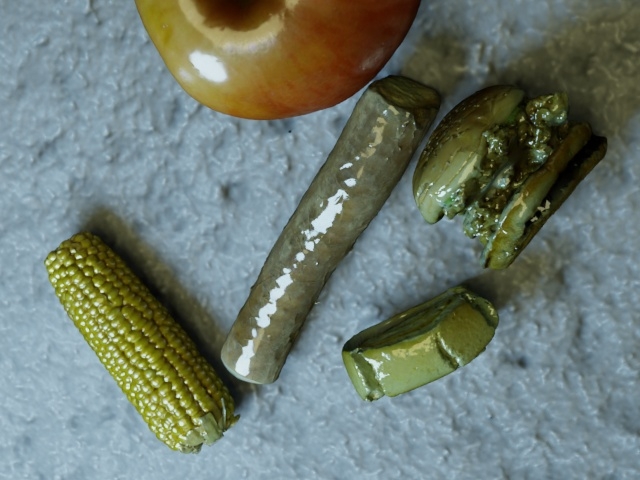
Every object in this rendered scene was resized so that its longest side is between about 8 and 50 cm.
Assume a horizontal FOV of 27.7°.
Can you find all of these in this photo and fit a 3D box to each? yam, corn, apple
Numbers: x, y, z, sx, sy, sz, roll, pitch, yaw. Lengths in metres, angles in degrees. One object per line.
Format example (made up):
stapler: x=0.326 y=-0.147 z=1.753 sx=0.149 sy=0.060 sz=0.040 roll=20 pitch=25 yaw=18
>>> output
yam: x=0.000 y=0.000 z=1.241 sx=0.081 sy=0.081 sz=0.356 roll=31 pitch=115 yaw=4
corn: x=-0.185 y=0.105 z=1.331 sx=0.091 sy=0.091 sz=0.260 roll=-36 pitch=92 yaw=7
apple: x=-0.031 y=-0.219 z=1.080 sx=0.242 sy=0.241 sz=0.242 roll=6 pitch=109 yaw=18

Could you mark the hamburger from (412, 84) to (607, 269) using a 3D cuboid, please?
hamburger: x=0.158 y=-0.069 z=1.124 sx=0.131 sy=0.159 sz=0.185 roll=41 pitch=135 yaw=3

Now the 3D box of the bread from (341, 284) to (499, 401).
bread: x=0.096 y=0.097 z=1.223 sx=0.156 sy=0.117 sz=0.064 roll=-24 pitch=99 yaw=23
